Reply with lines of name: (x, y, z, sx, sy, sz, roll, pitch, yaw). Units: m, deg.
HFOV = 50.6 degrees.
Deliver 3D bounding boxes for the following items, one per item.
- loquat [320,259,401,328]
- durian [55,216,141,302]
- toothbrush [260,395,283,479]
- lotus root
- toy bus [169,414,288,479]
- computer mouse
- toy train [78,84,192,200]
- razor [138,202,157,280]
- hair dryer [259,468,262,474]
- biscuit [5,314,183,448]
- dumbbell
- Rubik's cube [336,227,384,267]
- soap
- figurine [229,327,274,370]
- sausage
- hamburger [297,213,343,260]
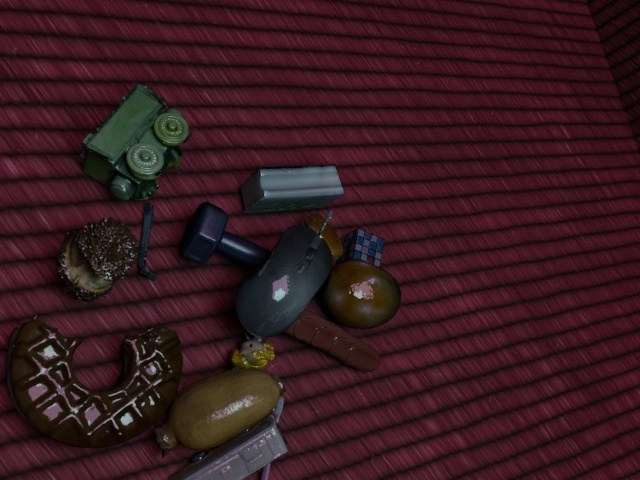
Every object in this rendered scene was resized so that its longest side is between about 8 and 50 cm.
loquat: (0.110, 0.146, 1.801, 0.227, 0.179, 0.179, 19, 64, -20)
durian: (-0.484, 0.040, 1.492, 0.196, 0.196, 0.167, -27, 98, -34)
toothbrush: (-0.123, 0.509, 1.592, 0.025, 0.020, 0.287, 23, 73, -51)
lotus root: (-0.222, 0.369, 1.494, 0.303, 0.146, 0.131, -23, 122, -16)
toy bus: (-0.199, 0.494, 1.511, 0.268, 0.106, 0.092, -27, 95, -17)
computer mouse: (-0.059, 0.065, 1.607, 0.167, 0.090, 0.379, 41, 65, -16)
toy train: (-0.435, -0.226, 1.617, 0.188, 0.159, 0.272, 32, 59, -7)
razor: (-0.418, -0.001, 1.621, 0.066, 0.033, 0.190, 50, 35, -65)
hair dryer: (-0.200, 0.452, 1.596, 0.167, 0.067, 0.199, 7, 85, -19)
biscuit: (-0.470, 0.301, 1.436, 0.366, 0.115, 0.268, 7, 70, -27)
dumbbell: (-0.183, 0.030, 1.681, 0.316, 0.156, 0.144, 26, 92, -21)
Rubik's cube: (0.111, 0.032, 1.885, 0.092, 0.092, 0.092, 23, 64, -23)
soap: (-0.077, -0.133, 1.796, 0.261, 0.150, 0.094, -7, 74, -32)
figurine: (-0.159, 0.290, 1.642, 0.115, 0.094, 0.156, 50, 35, -30)
sausage: (-0.006, 0.236, 1.727, 0.433, 0.088, 0.088, 31, 60, -31)
hamburger: (0.000, 0.000, 1.808, 0.138, 0.083, 0.147, 54, 14, -16)
